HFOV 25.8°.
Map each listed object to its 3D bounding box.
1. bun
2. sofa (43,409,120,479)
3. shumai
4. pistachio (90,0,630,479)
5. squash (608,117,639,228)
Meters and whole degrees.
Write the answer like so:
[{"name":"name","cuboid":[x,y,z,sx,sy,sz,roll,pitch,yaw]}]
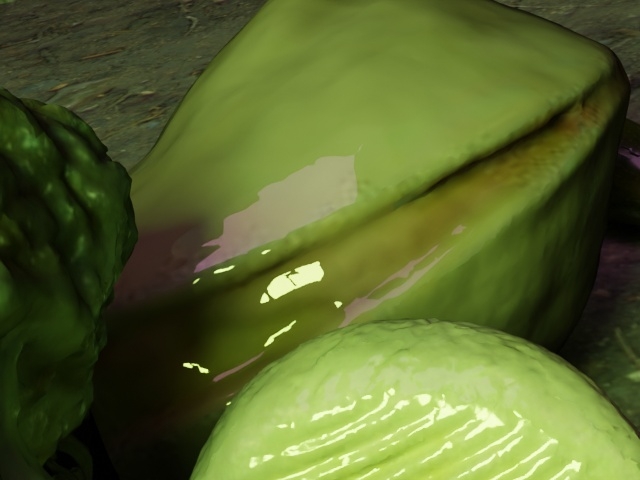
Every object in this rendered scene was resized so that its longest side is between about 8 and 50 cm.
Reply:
[{"name":"bun","cuboid":[0.048,0.152,0.587,0.243,0.244,0.153,-7,-5,16]},{"name":"sofa","cuboid":[-0.157,0.208,0.562,0.182,0.200,0.258,-13,25,-2]},{"name":"shumai","cuboid":[-0.175,0.060,0.513,0.225,0.222,0.261,-7,-12,-1]},{"name":"pistachio","cuboid":[0.000,0.000,0.829,0.445,0.281,0.365,-34,7,-37]},{"name":"squash","cuboid":[0.198,-0.065,1.102,0.087,0.087,0.331,-26,27,-24]}]
